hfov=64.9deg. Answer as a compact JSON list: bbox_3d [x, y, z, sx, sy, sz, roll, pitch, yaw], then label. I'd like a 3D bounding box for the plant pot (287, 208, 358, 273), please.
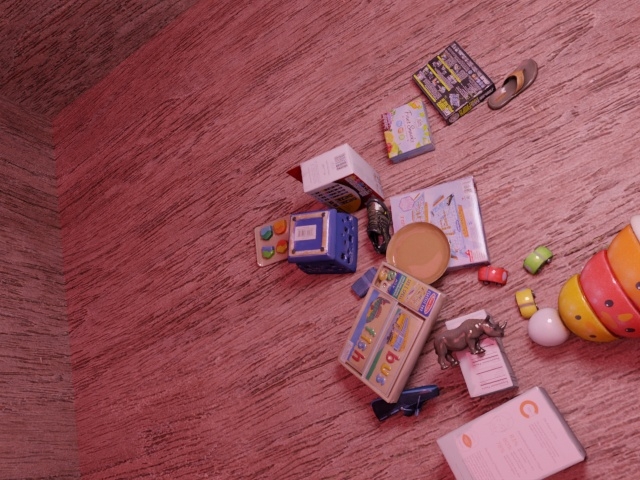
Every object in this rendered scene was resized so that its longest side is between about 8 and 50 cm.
[{"bbox_3d":[0.000,0.000,1.971,0.236,0.212,0.235,-5,74,28],"label":"plant pot"}]

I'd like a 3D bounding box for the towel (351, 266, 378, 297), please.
[{"bbox_3d":[0.179,0.161,1.928,0.119,0.029,0.067,-43,59,11],"label":"towel"}]

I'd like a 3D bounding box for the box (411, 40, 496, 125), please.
[{"bbox_3d":[0.513,-0.614,1.956,0.216,0.060,0.270,-37,60,16],"label":"box"}]

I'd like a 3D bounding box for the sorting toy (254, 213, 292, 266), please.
[{"bbox_3d":[-0.195,-0.001,2.184,0.208,0.038,0.192,-18,67,24],"label":"sorting toy"}]

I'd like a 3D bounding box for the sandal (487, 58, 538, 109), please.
[{"bbox_3d":[0.699,-0.574,1.837,0.219,0.060,0.090,-41,60,13],"label":"sandal"}]

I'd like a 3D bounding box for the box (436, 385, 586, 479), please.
[{"bbox_3d":[0.562,0.611,1.491,0.345,0.168,0.214,-36,61,17],"label":"box"}]

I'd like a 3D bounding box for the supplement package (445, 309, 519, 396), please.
[{"bbox_3d":[0.516,0.364,1.608,0.134,0.139,0.243,-24,63,21],"label":"supplement package"}]

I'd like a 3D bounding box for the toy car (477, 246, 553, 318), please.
[{"bbox_3d":[0.666,0.106,1.652,0.225,0.053,0.239,-49,58,8],"label":"toy car"}]

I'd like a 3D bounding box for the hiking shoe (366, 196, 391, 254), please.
[{"bbox_3d":[0.218,-0.059,1.900,0.086,0.114,0.226,-16,84,21],"label":"hiking shoe"}]

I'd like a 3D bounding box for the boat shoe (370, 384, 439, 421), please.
[{"bbox_3d":[0.298,0.556,1.712,0.258,0.109,0.088,-30,69,37],"label":"boat shoe"}]

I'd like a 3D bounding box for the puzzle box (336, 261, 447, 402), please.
[{"bbox_3d":[0.235,0.308,1.727,0.272,0.052,0.408,30,99,44],"label":"puzzle box"}]

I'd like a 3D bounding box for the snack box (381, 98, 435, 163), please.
[{"bbox_3d":[0.345,-0.431,1.989,0.175,0.070,0.206,-16,69,25],"label":"snack box"}]

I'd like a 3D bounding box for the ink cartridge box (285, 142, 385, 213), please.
[{"bbox_3d":[0.061,-0.211,1.942,0.272,0.309,0.129,-20,67,24],"label":"ink cartridge box"}]

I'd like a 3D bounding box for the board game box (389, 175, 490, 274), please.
[{"bbox_3d":[0.426,-0.042,1.826,0.318,0.066,0.318,-13,70,26],"label":"board game box"}]

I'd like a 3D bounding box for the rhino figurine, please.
[{"bbox_3d":[0.456,0.298,1.537,0.243,0.073,0.106,-32,64,17],"label":"rhino figurine"}]

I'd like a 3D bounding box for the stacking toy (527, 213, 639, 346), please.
[{"bbox_3d":[0.821,0.184,1.444,0.480,0.351,0.350,-41,58,34],"label":"stacking toy"}]

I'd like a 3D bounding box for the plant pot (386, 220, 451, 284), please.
[{"bbox_3d":[0.349,0.049,1.786,0.237,0.032,0.236,-9,72,28],"label":"plant pot"}]
